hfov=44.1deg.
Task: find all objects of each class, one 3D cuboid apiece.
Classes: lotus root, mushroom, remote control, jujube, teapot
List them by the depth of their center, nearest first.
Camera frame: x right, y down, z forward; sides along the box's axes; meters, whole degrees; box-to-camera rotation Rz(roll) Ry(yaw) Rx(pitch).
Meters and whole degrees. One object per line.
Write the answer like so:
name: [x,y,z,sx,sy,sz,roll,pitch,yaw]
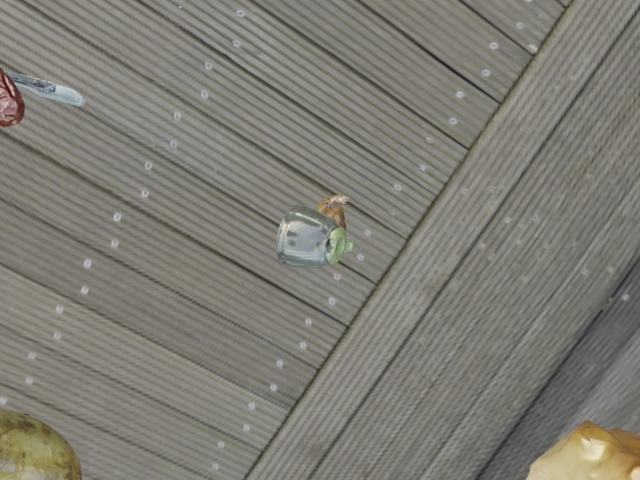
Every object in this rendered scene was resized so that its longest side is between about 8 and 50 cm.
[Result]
lotus root: [-0.311,0.198,0.712,0.110,0.097,0.258,-41,148,-2]
jujube: [-0.461,-0.206,1.092,0.129,0.077,0.077,40,98,20]
teapot: [0.000,-0.007,1.158,0.090,0.124,0.092,15,125,22]
remote control: [-0.499,-0.270,1.386,0.166,0.065,0.029,14,94,-12]
mushroom: [0.013,-0.023,1.633,0.080,0.135,0.170,27,71,3]

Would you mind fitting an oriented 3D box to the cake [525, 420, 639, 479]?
cake: [0.222,0.294,0.379,0.314,0.293,0.307,23,93,-24]
